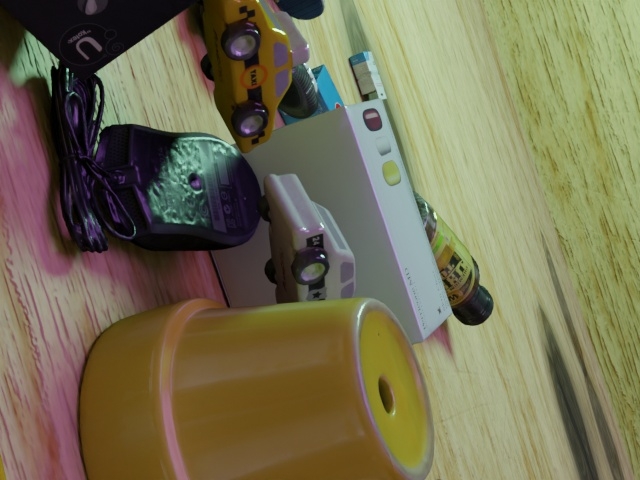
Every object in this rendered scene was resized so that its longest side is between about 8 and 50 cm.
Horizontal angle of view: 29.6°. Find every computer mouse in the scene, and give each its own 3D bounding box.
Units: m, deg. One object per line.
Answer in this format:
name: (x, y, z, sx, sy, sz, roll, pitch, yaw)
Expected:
computer mouse: (-0.165, -0.056, 1.175, 0.272, 0.072, 0.189, 14, 62, -52)

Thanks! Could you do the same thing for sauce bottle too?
sauce bottle: (0.186, 0.040, 1.911, 0.344, 0.111, 0.111, 41, 36, -51)

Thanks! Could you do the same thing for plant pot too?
plant pot: (-0.041, 0.159, 1.058, 0.254, 0.239, 0.254, 50, 31, -44)

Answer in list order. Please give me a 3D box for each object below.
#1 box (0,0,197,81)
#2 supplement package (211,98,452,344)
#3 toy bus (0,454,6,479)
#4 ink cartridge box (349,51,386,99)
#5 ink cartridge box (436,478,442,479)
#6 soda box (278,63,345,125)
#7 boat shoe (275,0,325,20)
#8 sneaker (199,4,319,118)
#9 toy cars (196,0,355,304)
box: (-0.240, -0.291, 1.007, 0.270, 0.143, 0.165, 46, 14, -48)
supplement package: (0.000, 0.000, 1.339, 0.262, 0.204, 0.145, 71, 21, -3)
toy bus: (-0.291, 0.014, 0.723, 0.130, 0.108, 0.333, 5, 68, -68)
ink cartridge box: (0.079, -0.270, 2.014, 0.083, 0.028, 0.048, 71, 21, -2)
ink cartridge box: (0.093, 0.342, 1.073, 0.165, 0.333, 0.065, 32, 29, -2)
soda box: (0.016, -0.131, 1.682, 0.210, 0.067, 0.071, 63, 22, -24)
boat shoe: (-0.049, -0.390, 1.736, 0.183, 0.066, 0.066, 47, 31, -49)
sneaker: (-0.082, -0.221, 1.505, 0.234, 0.078, 0.106, 52, 31, -35)
toy cars: (-0.030, -0.081, 1.142, 0.176, 0.087, 0.394, -162, -125, -74)
